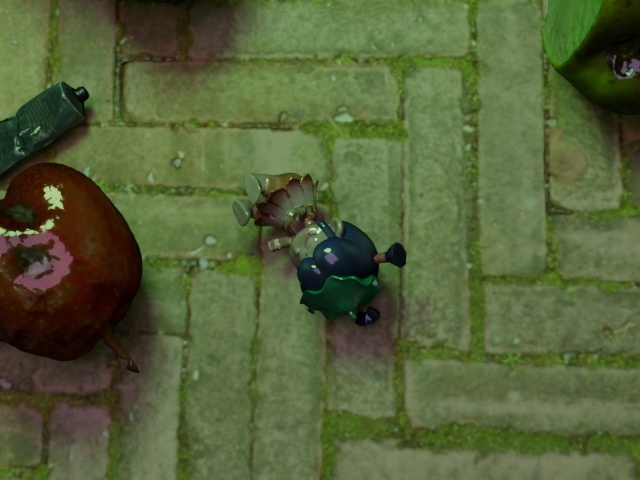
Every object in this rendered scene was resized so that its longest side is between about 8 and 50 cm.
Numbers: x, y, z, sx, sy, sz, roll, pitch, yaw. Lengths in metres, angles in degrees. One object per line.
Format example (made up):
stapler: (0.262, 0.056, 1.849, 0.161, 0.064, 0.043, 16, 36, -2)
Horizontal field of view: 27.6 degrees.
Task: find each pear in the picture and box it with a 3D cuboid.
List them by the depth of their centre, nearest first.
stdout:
pear: (0.350, -0.272, 1.357, 0.176, 0.286, 0.282, 13, 77, -7)

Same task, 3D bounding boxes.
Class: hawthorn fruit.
hawthorn fruit: (-0.275, 0.050, 1.417, 0.207, 0.207, 0.243, -43, 85, -3)

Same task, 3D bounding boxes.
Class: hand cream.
hand cream: (-0.384, -0.117, 1.546, 0.248, 0.052, 0.075, -27, 71, 2)

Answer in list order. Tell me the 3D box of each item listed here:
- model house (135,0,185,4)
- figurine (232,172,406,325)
model house: (-0.183, -0.430, 1.476, 0.266, 0.261, 0.321, 45, 76, -11)
figurine: (0.000, 0.000, 1.415, 0.102, 0.111, 0.195, -17, 61, -36)
